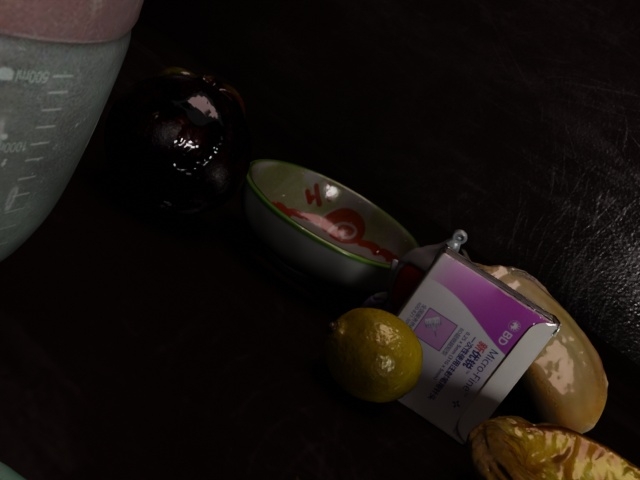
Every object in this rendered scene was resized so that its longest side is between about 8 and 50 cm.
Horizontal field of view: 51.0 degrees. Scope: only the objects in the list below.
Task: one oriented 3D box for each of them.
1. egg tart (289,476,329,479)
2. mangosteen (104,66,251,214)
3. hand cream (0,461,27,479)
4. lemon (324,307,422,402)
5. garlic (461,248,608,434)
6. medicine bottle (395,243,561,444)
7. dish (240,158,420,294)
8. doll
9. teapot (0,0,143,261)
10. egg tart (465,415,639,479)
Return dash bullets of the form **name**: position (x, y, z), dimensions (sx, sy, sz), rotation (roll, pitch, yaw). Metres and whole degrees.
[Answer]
- **egg tart**: position (0.007, 0.224, 0.418), dimensions (0.213, 0.090, 0.212), rotation (34, 10, -7)
- **mangosteen**: position (-0.200, -0.160, 0.977), dimensions (0.211, 0.211, 0.249), rotation (25, 48, -28)
- **hand cream**: position (-0.148, 0.173, 0.365), dimensions (0.174, 0.047, 0.076), rotation (40, 10, -6)
- **lemon**: position (0.061, 0.135, 0.796), dimensions (0.133, 0.109, 0.109), rotation (32, 13, -22)
- **garlic**: position (0.332, 0.144, 1.066), dimensions (0.338, 0.151, 0.196), rotation (63, 17, 4)
- **medicine bottle**: position (0.173, 0.132, 0.857), dimensions (0.171, 0.201, 0.052), rotation (35, 12, 6)
- **dish**: position (0.000, 0.000, 1.109), dimensions (0.324, 0.124, 0.324), rotation (25, 20, -10)
- **doll**: position (0.133, 0.070, 0.936), dimensions (0.102, 0.227, 0.075), rotation (29, 30, -3)
- **teapot**: position (-0.293, -0.093, 0.417), dimensions (0.233, 0.312, 0.315), rotation (42, 28, 30)
- **egg tart**: position (0.264, 0.293, 0.670), dimensions (0.295, 0.116, 0.295), rotation (21, 14, -6)
